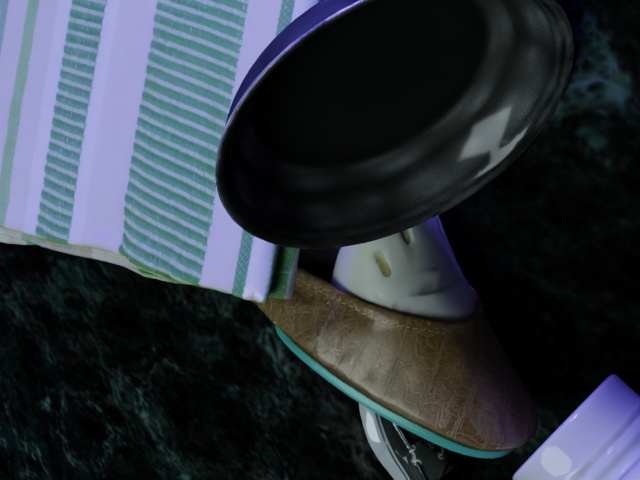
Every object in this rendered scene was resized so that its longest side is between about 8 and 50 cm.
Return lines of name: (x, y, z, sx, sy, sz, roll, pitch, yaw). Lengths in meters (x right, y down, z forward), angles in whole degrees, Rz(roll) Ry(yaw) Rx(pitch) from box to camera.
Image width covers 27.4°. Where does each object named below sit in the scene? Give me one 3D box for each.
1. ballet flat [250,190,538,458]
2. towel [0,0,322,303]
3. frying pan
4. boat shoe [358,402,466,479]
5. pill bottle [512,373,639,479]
ballet flat: (0.000, 0.000, 0.818, 0.342, 0.116, 0.124, 33, 117, 30)
towel: (-0.124, -0.103, 0.832, 0.325, 0.038, 0.248, 12, 94, 41)
frying pan: (0.024, -0.100, 0.617, 0.326, 0.197, 0.053, 71, 174, -57)
boat shoe: (0.074, 0.151, 0.884, 0.040, 0.049, 0.142, -23, 101, 30)
pill bottle: (0.210, 0.175, 0.708, 0.215, 0.117, 0.117, 44, 139, 13)
